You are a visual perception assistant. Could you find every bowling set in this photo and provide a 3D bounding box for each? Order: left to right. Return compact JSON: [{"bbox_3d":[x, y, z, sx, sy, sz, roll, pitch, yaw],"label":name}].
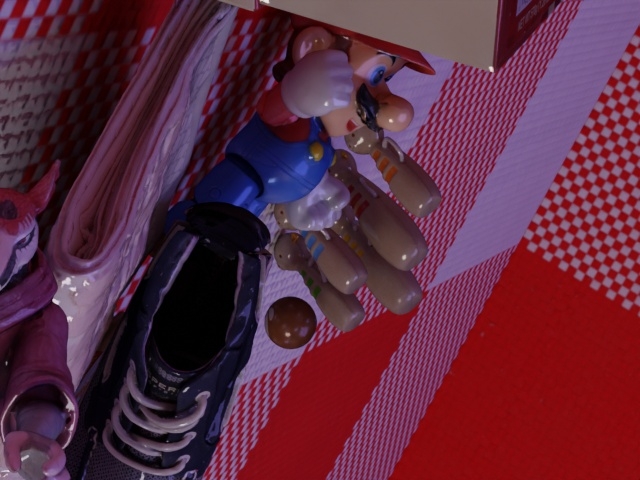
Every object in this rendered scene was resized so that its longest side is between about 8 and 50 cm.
[{"bbox_3d":[0.000,0.000,2.048,0.200,0.154,0.287,-31,157,-21],"label":"bowling set"}]

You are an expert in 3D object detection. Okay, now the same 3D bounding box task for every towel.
[{"bbox_3d":[-0.154,0.007,1.426,0.332,0.053,0.317,115,-2,-49],"label":"towel"}]

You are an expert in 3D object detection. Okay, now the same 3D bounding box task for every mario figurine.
[{"bbox_3d":[-0.004,-0.078,1.725,0.320,0.170,0.198,-53,-159,8],"label":"mario figurine"}]

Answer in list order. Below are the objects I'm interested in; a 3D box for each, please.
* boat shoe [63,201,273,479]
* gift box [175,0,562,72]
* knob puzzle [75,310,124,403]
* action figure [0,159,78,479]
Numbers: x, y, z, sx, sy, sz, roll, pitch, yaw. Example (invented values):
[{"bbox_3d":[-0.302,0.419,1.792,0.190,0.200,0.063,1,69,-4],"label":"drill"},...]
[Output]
[{"bbox_3d":[-0.136,0.132,1.590,0.158,0.127,0.341,-85,-167,-87],"label":"boat shoe"},{"bbox_3d":[0.047,-0.262,1.340,0.255,0.258,0.276,-43,146,-51],"label":"gift box"},{"bbox_3d":[-0.228,0.132,1.690,0.213,0.030,0.213,-48,166,-16],"label":"knob puzzle"},{"bbox_3d":[-0.228,0.104,1.214,0.370,0.248,0.275,-60,167,19],"label":"action figure"}]
